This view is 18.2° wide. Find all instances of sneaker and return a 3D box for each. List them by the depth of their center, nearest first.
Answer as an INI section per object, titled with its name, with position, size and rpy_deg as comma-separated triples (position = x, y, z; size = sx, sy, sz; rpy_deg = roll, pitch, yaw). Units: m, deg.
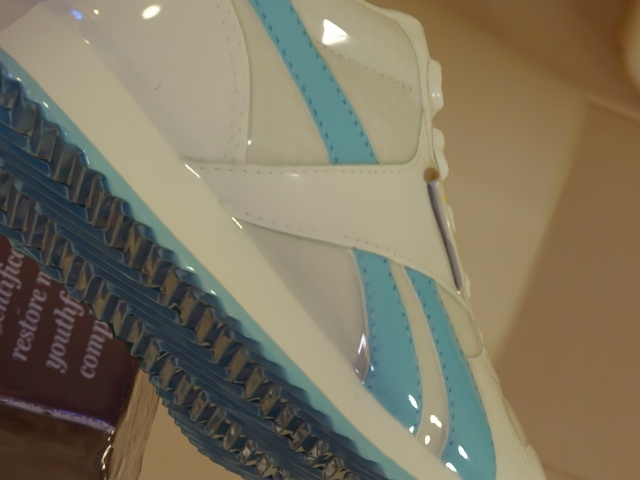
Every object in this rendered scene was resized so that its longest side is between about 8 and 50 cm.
[sneaker]
position = 0.000, 0.000, 0.459
size = 0.092, 0.087, 0.228
rpy_deg = -57, 134, -23

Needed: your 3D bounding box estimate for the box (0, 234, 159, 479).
[box]
position = -0.133, 0.015, 0.673
size = 0.203, 0.167, 0.168
rpy_deg = 107, -3, -59
